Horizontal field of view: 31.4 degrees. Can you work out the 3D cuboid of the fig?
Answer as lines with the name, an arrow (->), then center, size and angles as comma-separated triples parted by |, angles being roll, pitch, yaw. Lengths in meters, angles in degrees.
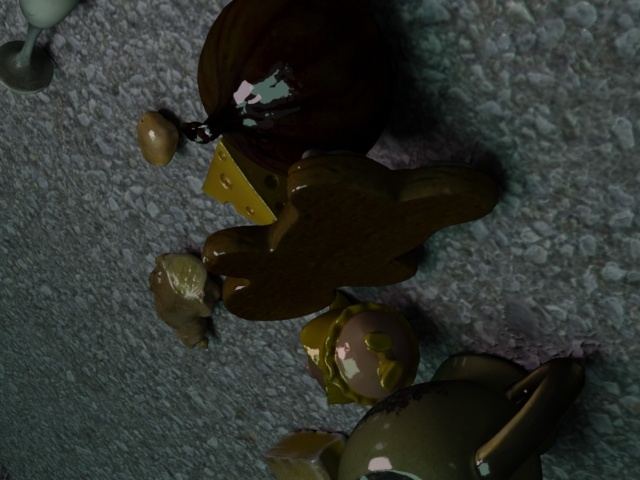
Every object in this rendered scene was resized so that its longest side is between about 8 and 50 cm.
fig -> -0.030, -0.175, 1.270 | 0.235, 0.214, 0.235 | 10, 119, 18

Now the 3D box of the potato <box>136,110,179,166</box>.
potato -> -0.241, -0.149, 1.674 | 0.068, 0.062, 0.083 | -123, 43, -51

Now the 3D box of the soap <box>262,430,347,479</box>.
soap -> 0.032, 0.450, 1.914 | 0.173, 0.089, 0.274 | -9, 114, 55

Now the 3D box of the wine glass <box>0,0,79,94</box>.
wine glass -> -0.478, -0.381, 1.660 | 0.264, 0.096, 0.309 | 37, 148, -5

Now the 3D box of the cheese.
cheese -> -0.058, -0.066, 1.503 | 0.171, 0.093, 0.126 | 43, 146, 10

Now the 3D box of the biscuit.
biscuit -> 0.000, -0.001, 1.374 | 0.432, 0.283, 0.064 | 135, 134, -57

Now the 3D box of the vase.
vase -> 0.195, 0.244, 1.373 | 0.241, 0.302, 0.329 | 49, 130, 3

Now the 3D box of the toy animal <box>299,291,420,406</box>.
toy animal -> 0.054, 0.149, 1.532 | 0.156, 0.156, 0.230 | 57, 169, -10

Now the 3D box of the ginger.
ginger -> -0.231, 0.098, 1.903 | 0.137, 0.074, 0.213 | 41, 152, 14
